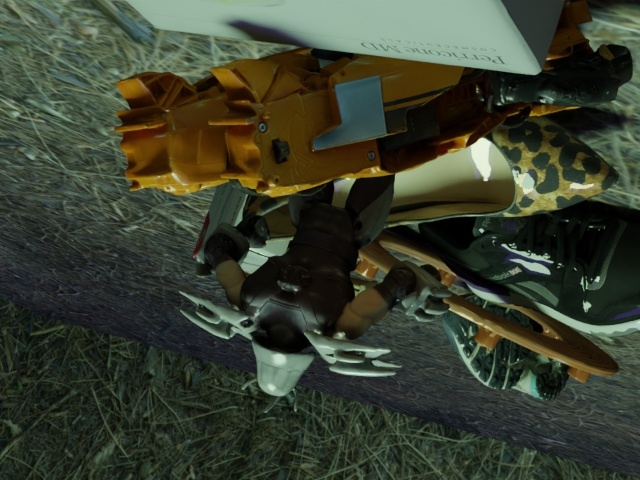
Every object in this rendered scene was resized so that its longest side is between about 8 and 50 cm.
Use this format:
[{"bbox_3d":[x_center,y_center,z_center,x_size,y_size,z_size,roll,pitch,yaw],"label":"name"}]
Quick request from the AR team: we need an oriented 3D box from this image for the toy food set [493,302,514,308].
[{"bbox_3d":[0.217,0.061,1.579,0.083,0.020,0.083,9,165,37],"label":"toy food set"}]

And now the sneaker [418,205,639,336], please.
[{"bbox_3d":[0.201,0.010,1.202,0.124,0.107,0.283,34,161,-36],"label":"sneaker"}]

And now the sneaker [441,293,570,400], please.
[{"bbox_3d":[0.215,0.139,1.725,0.122,0.110,0.283,13,167,38],"label":"sneaker"}]

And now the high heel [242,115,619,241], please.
[{"bbox_3d":[0.074,-0.030,1.002,0.261,0.186,0.093,12,128,40],"label":"high heel"}]

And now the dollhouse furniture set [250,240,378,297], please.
[{"bbox_3d":[0.000,0.000,1.546,0.182,0.101,0.161,13,-169,20],"label":"dollhouse furniture set"}]

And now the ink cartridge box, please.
[{"bbox_3d":[-0.071,-0.029,1.393,0.063,0.109,0.150,23,167,-17],"label":"ink cartridge box"}]

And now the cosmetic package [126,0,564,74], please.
[{"bbox_3d":[-0.020,-0.188,0.576,0.224,0.138,0.225,11,167,30],"label":"cosmetic package"}]

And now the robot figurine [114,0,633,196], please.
[{"bbox_3d":[0.041,-0.089,0.774,0.291,0.085,0.211,-20,-166,-34],"label":"robot figurine"}]

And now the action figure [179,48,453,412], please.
[{"bbox_3d":[0.011,-0.014,0.932,0.185,0.285,0.099,16,168,12],"label":"action figure"}]

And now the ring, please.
[{"bbox_3d":[0.152,0.062,1.381,0.337,0.032,0.336,27,-172,-4],"label":"ring"}]
